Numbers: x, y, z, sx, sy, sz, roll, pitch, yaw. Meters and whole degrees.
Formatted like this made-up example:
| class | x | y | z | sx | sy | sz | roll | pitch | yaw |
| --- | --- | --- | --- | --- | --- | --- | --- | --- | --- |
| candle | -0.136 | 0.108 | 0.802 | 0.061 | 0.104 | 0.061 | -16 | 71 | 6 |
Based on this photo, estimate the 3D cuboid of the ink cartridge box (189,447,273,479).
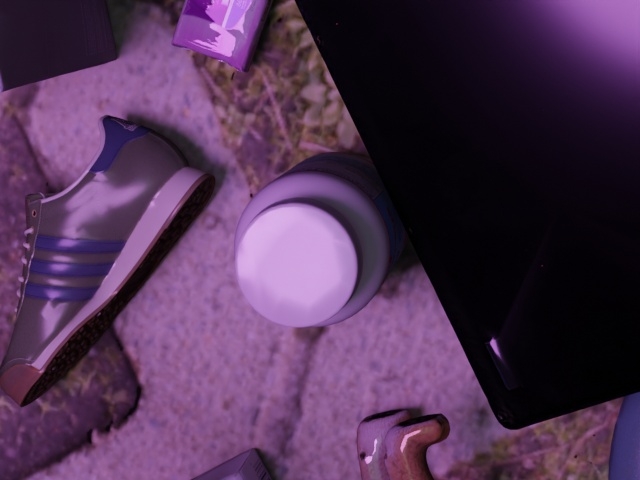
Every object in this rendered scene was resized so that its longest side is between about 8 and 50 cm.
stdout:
| class | x | y | z | sx | sy | sz | roll | pitch | yaw |
| --- | --- | --- | --- | --- | --- | --- | --- | --- | --- |
| ink cartridge box | -0.147 | 0.283 | 0.982 | 0.332 | 0.065 | 0.165 | -28 | 94 | 11 |

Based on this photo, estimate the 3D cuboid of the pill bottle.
| class | x | y | z | sx | sy | sz | roll | pitch | yaw |
| --- | --- | --- | --- | --- | --- | --- | --- | --- | --- |
| pill bottle | 0.000 | 0.000 | 0.859 | 0.087 | 0.160 | 0.087 | 2 | 100 | 9 |

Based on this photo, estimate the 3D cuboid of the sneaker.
| class | x | y | z | sx | sy | sz | roll | pitch | yaw |
| --- | --- | --- | --- | --- | --- | --- | --- | --- | --- |
| sneaker | -0.154 | 0.006 | 0.939 | 0.086 | 0.064 | 0.192 | 42 | 103 | 8 |

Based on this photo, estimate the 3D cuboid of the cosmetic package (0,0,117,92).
| class | x | y | z | sx | sy | sz | roll | pitch | yaw |
| --- | --- | --- | --- | --- | --- | --- | --- | --- | --- |
| cosmetic package | -0.194 | -0.142 | 0.825 | 0.107 | 0.238 | 0.127 | -8 | 98 | 10 |

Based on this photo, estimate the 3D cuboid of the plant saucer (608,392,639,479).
| class | x | y | z | sx | sy | sz | roll | pitch | yaw |
| --- | --- | --- | --- | --- | --- | --- | --- | --- | --- |
| plant saucer | 0.332 | 0.152 | 0.893 | 0.317 | 0.044 | 0.318 | 2 | 100 | 10 |

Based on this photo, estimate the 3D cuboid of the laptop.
| class | x | y | z | sx | sy | sz | roll | pitch | yaw |
| --- | --- | --- | --- | --- | --- | --- | --- | --- | --- |
| laptop | 0.229 | -0.157 | 0.834 | 0.408 | 0.236 | 0.382 | -23 | 95 | 32 |

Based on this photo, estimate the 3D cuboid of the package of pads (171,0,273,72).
| class | x | y | z | sx | sy | sz | roll | pitch | yaw |
| --- | --- | --- | --- | --- | --- | --- | --- | --- | --- |
| package of pads | -0.054 | -0.147 | 0.908 | 0.050 | 0.032 | 0.083 | 21 | 102 | 4 |

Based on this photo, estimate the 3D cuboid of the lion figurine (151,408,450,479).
| class | x | y | z | sx | sy | sz | roll | pitch | yaw |
| --- | --- | --- | --- | --- | --- | --- | --- | --- | --- |
| lion figurine | 0.000 | 0.237 | 0.855 | 0.392 | 0.142 | 0.240 | -12 | 89 | -21 |
